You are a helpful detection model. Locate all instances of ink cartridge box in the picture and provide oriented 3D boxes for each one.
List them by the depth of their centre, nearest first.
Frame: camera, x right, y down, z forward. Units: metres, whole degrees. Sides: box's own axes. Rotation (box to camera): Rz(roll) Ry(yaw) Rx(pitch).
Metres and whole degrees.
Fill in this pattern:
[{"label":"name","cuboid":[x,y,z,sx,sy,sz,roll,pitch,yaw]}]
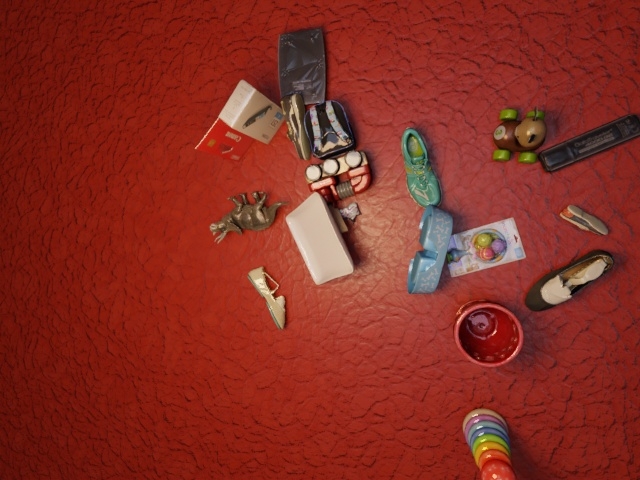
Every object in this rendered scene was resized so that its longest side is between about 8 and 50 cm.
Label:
[{"label":"ink cartridge box","cuboid":[-0.252,-0.372,1.359,0.066,0.296,0.261,40,102,10]}]

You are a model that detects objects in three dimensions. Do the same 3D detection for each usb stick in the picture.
[{"label":"usb stick","cuboid":[0.806,-0.289,1.211,0.278,0.045,0.077,-23,79,15]}]

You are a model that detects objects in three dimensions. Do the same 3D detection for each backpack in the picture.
[{"label":"backpack","cuboid":[0.030,-0.377,1.376,0.158,0.117,0.173,-18,88,15]}]

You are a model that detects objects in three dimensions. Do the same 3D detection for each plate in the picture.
[{"label":"plate","cuboid":[0.000,0.000,1.365,0.045,0.278,0.277,-24,87,-30]}]

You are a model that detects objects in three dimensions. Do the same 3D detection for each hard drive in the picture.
[{"label":"hard drive","cuboid":[-0.061,-0.601,1.422,0.172,0.054,0.254,-2,93,15]}]

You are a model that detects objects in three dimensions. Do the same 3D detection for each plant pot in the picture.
[{"label":"plant pot","cuboid":[0.509,0.273,1.248,0.191,0.174,0.190,1,93,16]}]

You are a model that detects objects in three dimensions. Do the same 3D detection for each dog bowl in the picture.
[{"label":"dog bowl","cuboid":[0.348,0.035,1.284,0.074,0.166,0.296,11,103,3]}]

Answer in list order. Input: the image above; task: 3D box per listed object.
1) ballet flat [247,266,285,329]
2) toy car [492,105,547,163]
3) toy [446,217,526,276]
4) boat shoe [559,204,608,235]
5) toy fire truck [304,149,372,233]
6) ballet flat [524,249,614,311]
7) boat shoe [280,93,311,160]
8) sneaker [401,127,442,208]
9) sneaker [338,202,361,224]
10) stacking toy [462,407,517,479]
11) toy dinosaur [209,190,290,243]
[{"label":"ballet flat","cuboid":[-0.178,0.205,1.483,0.086,0.086,0.248,-34,83,14]},{"label":"toy car","cuboid":[0.599,-0.320,1.189,0.149,0.188,0.154,9,95,14]},{"label":"toy","cuboid":[0.522,0.025,1.295,0.238,0.056,0.136,-17,89,15]},{"label":"boat shoe","cuboid":[0.801,-0.056,1.224,0.137,0.049,0.043,34,143,9]},{"label":"toy fire truck","cuboid":[0.078,-0.162,1.364,0.217,0.158,0.246,-17,97,15]},{"label":"ballet flat","cuboid":[0.749,0.122,1.217,0.280,0.096,0.095,-41,83,13]},{"label":"boat shoe","cuboid":[-0.084,-0.392,1.414,0.069,0.081,0.227,-2,110,24]},{"label":"sneaker","cuboid":[0.317,-0.233,1.310,0.107,0.110,0.275,-19,88,15]},{"label":"sneaker","cuboid":[0.095,-0.082,1.412,0.098,0.038,0.069,-28,84,15]},{"label":"stacking toy","cuboid":[0.504,0.631,1.184,0.141,0.330,0.141,1,93,15]},{"label":"toy dinosaur","cuboid":[-0.248,-0.096,1.481,0.314,0.121,0.160,-7,103,11]}]
